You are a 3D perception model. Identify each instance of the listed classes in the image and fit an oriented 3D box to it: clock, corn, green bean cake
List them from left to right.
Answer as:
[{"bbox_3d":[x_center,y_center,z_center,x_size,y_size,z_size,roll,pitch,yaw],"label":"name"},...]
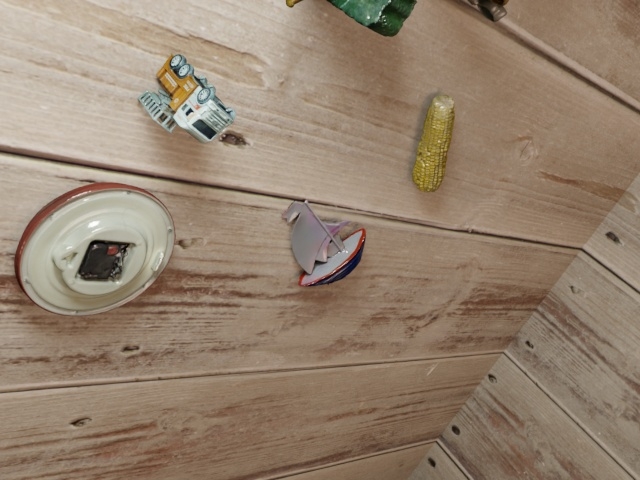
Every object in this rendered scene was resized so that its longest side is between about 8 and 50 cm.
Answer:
[{"bbox_3d":[-0.438,0.026,1.343,0.318,0.080,0.319,-25,141,-23],"label":"clock"},{"bbox_3d":[0.104,-0.493,1.229,0.107,0.208,0.193,13,118,-52],"label":"green bean cake"},{"bbox_3d":[0.293,-0.241,1.754,0.086,0.086,0.288,-21,137,-26],"label":"corn"}]

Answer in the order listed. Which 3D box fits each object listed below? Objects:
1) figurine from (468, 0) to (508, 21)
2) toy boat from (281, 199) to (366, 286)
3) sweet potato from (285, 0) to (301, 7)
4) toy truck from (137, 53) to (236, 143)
[{"bbox_3d":[0.267,-0.548,1.258,0.342,0.285,0.167,13,119,-46],"label":"figurine"},{"bbox_3d":[-0.009,0.025,1.752,0.318,0.072,0.219,20,108,-47],"label":"toy boat"},{"bbox_3d":[0.036,-0.545,1.158,0.079,0.108,0.346,27,97,-9],"label":"sweet potato"},{"bbox_3d":[-0.236,-0.238,1.188,0.115,0.178,0.080,-45,143,5],"label":"toy truck"}]
